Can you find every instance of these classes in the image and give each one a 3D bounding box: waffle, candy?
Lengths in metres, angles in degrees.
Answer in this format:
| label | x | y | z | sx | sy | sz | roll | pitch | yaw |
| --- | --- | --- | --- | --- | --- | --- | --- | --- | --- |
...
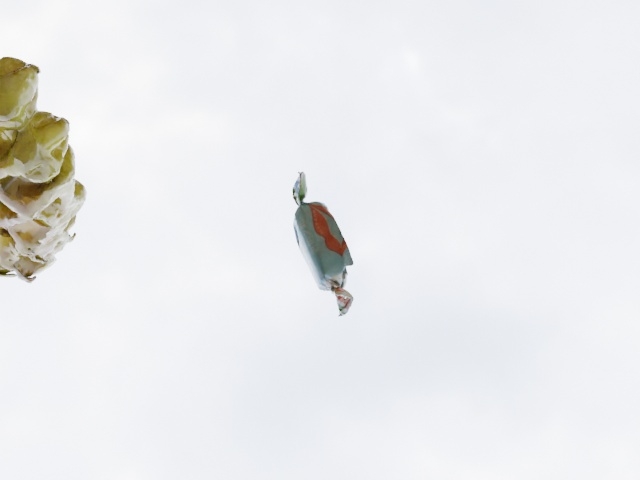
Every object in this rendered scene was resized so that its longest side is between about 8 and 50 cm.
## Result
| label | x | y | z | sx | sy | sz | roll | pitch | yaw |
| --- | --- | --- | --- | --- | --- | --- | --- | --- | --- |
| waffle | -0.182 | -0.052 | 0.833 | 0.149 | 0.194 | 0.051 | 39 | -114 | 9 |
| candy | 0.001 | 0.000 | 0.894 | 0.020 | 0.030 | 0.083 | -13 | -120 | -16 |
